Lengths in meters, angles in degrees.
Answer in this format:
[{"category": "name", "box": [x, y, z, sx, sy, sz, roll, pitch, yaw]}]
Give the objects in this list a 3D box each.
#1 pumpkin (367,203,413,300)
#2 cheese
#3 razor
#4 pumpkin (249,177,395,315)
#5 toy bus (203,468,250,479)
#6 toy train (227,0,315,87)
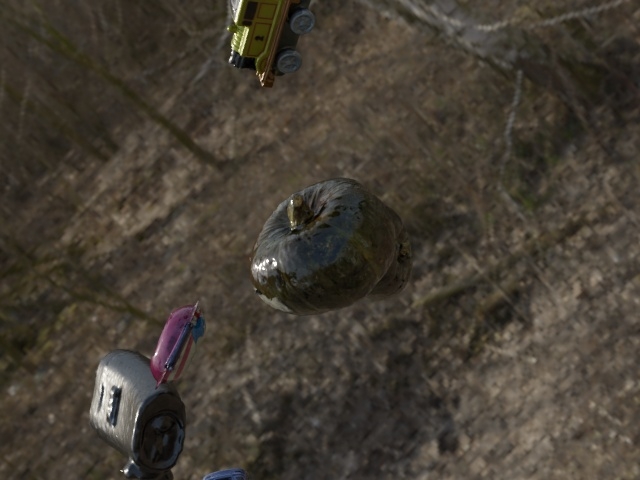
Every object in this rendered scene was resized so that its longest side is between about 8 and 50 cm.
[{"category": "pumpkin", "box": [0.126, 0.020, 2.395, 0.159, 0.237, 0.238, -12, 25, 13]}, {"category": "cheese", "box": [-0.219, 0.162, 1.632, 0.155, 0.062, 0.244, -66, 7, -8]}, {"category": "razor", "box": [-0.326, 0.311, 1.899, 0.327, 0.107, 0.189, 16, 98, 64]}, {"category": "pumpkin", "box": [-0.002, -0.002, 1.722, 0.260, 0.189, 0.260, -29, 32, 21]}, {"category": "toy bus", "box": [-0.133, 0.439, 1.659, 0.073, 0.167, 0.076, -12, 29, 4]}, {"category": "toy train", "box": [-0.085, -0.335, 1.650, 0.219, 0.127, 0.089, 112, 152, -42]}]
